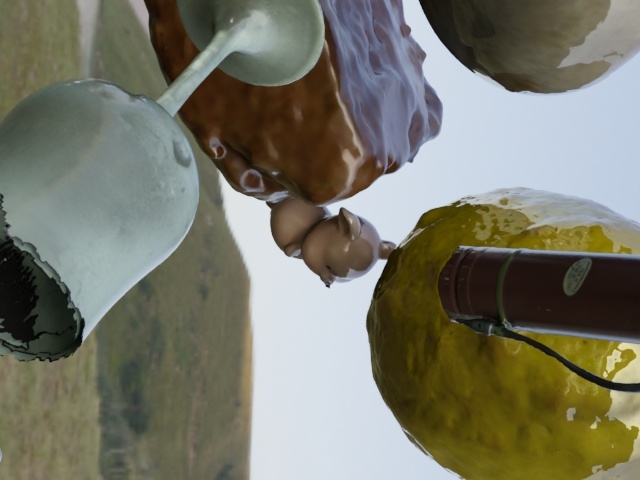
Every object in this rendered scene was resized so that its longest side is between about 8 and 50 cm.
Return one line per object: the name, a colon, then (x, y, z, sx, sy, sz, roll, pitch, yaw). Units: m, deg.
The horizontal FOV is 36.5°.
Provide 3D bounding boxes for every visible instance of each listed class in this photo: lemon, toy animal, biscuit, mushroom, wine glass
lemon: (0.188, 0.093, 0.838, 0.316, 0.285, 0.285, -120, -147, -41)
toy animal: (0.002, -0.006, 0.974, 0.150, 0.083, 0.089, 22, -70, 32)
biscuit: (-0.034, -0.236, 0.868, 0.342, 0.166, 0.395, -40, 114, -70)
mushroom: (0.149, -0.202, 0.598, 0.226, 0.178, 0.226, 178, -90, -79)
wine glass: (-0.070, -0.043, 0.382, 0.195, 0.079, 0.079, -59, 172, -42)

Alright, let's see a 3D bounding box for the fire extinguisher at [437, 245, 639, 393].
fire extinguisher: (0.131, 0.034, 0.479, 0.157, 0.045, 0.078, 3, -111, 42)
